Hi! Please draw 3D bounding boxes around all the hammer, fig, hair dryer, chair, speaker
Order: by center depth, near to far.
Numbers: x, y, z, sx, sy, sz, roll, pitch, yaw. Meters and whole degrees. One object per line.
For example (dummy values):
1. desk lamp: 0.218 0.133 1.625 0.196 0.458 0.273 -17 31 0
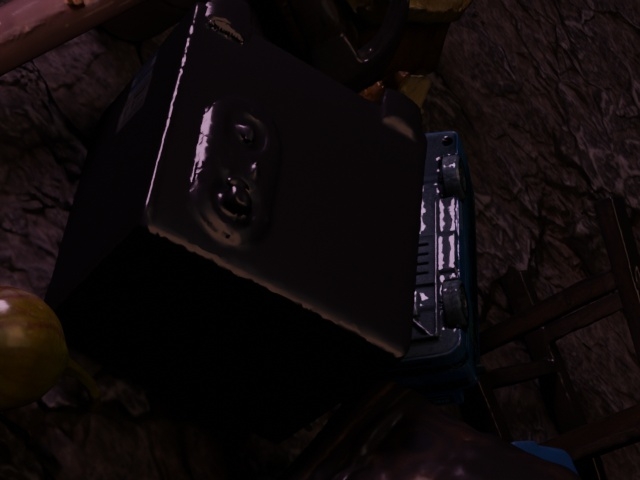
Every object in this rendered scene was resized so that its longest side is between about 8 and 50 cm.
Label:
1. fig: -0.211 0.079 1.078 0.166 0.093 0.093 34 36 -76
2. speaker: -0.055 -0.019 1.196 0.232 0.184 0.254 29 46 -22
3. hair dryer: -0.179 -0.189 1.200 0.344 0.189 0.106 -41 103 -43
4. hammer: -0.059 -0.310 1.338 0.439 0.168 0.044 63 -3 -29
5. chair: 0.299 0.190 1.480 0.203 0.241 0.416 -4 70 -55

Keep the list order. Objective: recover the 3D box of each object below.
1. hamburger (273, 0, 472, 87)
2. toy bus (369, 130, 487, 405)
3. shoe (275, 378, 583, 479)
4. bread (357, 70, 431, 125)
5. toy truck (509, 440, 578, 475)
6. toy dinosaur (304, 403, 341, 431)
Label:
1. hamburger: 0.048 -0.256 1.547 0.309 0.132 0.211 -15 80 -54
2. toy bus: 0.087 0.028 1.413 0.134 0.114 0.246 62 24 -52
3. shoe: 0.049 0.270 1.087 0.237 0.171 0.384 23 39 20
4. bread: 0.071 -0.109 1.507 0.084 0.109 0.080 -6 69 -57
5. toy truck: 0.185 0.367 1.290 0.161 0.162 0.384 6 62 -49
6. toy dinosaur: -0.037 0.119 1.286 0.180 0.037 0.058 41 27 -35
